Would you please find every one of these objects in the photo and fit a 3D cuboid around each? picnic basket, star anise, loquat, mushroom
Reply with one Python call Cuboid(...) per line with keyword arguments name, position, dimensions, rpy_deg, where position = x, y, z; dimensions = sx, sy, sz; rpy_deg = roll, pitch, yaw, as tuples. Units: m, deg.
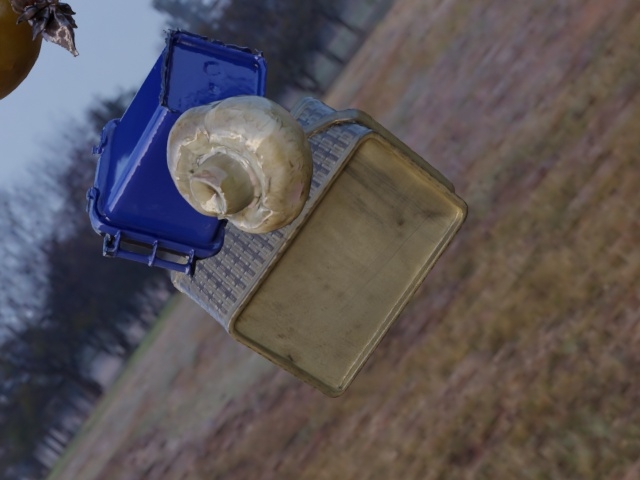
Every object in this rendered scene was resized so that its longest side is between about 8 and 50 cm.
Cuboid(name="picnic basket", position=(0.000, 0.000, 1.806), dimensions=(0.313, 0.228, 0.175), rpy_deg=(-55, 38, 0))
Cuboid(name="star anise", position=(-0.354, -0.293, 1.897), dimensions=(0.056, 0.129, 0.124), rpy_deg=(-33, -4, 29))
Cuboid(name="loquat", position=(-0.526, -0.312, 2.131), dimensions=(0.235, 0.235, 0.235), rpy_deg=(-52, 2, 2))
Cuboid(name="mushroom", position=(-0.074, -0.071, 1.355), dimensions=(0.112, 0.148, 0.148), rpy_deg=(-46, -2, -35))

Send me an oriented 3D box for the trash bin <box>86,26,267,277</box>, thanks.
Cuboid(name="trash bin", position=(-0.150, -0.095, 1.574), dimensions=(0.234, 0.162, 0.184), rpy_deg=(126, 153, -49))
